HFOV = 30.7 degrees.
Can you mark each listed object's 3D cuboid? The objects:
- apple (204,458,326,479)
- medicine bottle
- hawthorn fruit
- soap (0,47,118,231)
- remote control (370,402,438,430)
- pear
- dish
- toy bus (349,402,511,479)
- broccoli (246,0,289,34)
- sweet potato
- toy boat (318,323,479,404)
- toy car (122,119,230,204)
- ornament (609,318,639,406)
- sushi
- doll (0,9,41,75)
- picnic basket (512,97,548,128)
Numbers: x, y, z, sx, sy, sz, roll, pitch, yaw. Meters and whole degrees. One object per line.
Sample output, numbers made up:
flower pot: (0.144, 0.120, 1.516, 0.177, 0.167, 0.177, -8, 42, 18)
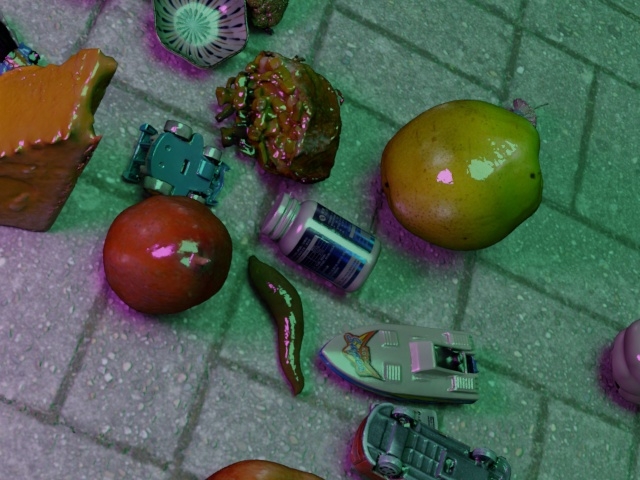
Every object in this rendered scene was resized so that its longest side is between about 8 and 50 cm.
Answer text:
apple: (-0.062, 0.450, 1.632, 0.277, 0.250, 0.309, -20, 73, -32)
medicine bottle: (0.000, 0.000, 1.978, 0.191, 0.107, 0.107, 31, 56, -9)
hawthorn fruit: (-0.217, 0.025, 1.776, 0.199, 0.251, 0.200, -4, 97, -30)
soap: (-0.487, -0.174, 1.683, 0.304, 0.339, 0.169, 13, 59, -22)
remote control: (0.140, 0.302, 1.948, 0.124, 0.018, 0.053, 11, 60, -21)
pear: (0.247, -0.112, 2.058, 0.294, 0.294, 0.294, 11, 61, -21)
dish: (-0.222, -0.390, 2.082, 0.190, 0.066, 0.191, 5, 78, -24)
toy bus: (0.166, 0.365, 1.866, 0.265, 0.120, 0.121, 28, 56, -12)
broccoli: (-0.115, -0.457, 2.156, 0.120, 0.131, 0.130, -7, 78, 12)
sweet potato: (-0.057, 0.129, 1.917, 0.069, 0.059, 0.250, -17, 76, -11)
toy boat: (0.133, 0.203, 1.951, 0.295, 0.088, 0.129, 9, 62, -23)
toy car: (-0.239, -0.125, 1.948, 0.161, 0.098, 0.126, 25, 81, -46)
ornament: (0.619, 0.220, 2.137, 0.177, 0.177, 0.178, 11, 61, -21)
sushi: (-0.065, -0.212, 2.032, 0.179, 0.166, 0.297, 10, 66, -48)
doll: (-0.528, -0.318, 1.902, 0.195, 0.070, 0.096, 43, 71, -6)
picnic basket: (0.415, -0.250, 2.343, 0.083, 0.065, 0.083, -27, 73, -12)
